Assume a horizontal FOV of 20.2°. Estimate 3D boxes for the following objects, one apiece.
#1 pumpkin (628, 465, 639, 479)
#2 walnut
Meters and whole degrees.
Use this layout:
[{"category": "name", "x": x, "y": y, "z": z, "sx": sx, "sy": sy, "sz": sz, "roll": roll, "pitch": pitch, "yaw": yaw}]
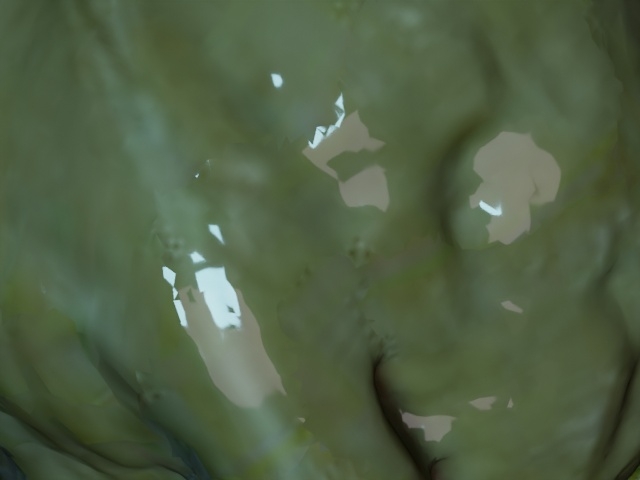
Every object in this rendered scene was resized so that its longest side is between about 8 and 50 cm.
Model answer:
[{"category": "pumpkin", "x": 0.213, "y": 0.107, "z": 0.995, "sx": 0.332, "sy": 0.332, "sz": 0.199, "roll": -30, "pitch": 102, "yaw": 10}, {"category": "walnut", "x": -0.012, "y": -0.008, "z": 0.773, "sx": 0.383, "sy": 0.383, "sz": 0.384, "roll": -2, "pitch": 118, "yaw": -4}]
